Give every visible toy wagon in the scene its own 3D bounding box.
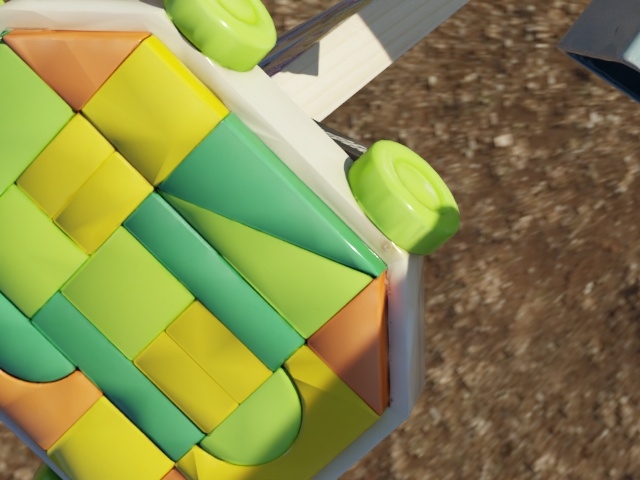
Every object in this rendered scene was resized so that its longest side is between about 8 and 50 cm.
[{"bbox_3d":[-0.113,-0.010,0.794,0.344,0.068,0.267,44,115,-4],"label":"toy wagon"}]

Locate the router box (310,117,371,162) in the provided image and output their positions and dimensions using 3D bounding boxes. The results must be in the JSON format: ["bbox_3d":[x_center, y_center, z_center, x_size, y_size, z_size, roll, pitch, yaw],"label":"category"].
[{"bbox_3d":[0.000,0.000,1.055,0.179,0.046,0.133,30,110,59],"label":"router box"}]

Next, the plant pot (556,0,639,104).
[{"bbox_3d":[0.447,-0.241,1.765,0.248,0.247,0.252,32,93,-12],"label":"plant pot"}]

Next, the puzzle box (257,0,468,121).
[{"bbox_3d":[-0.057,-0.127,1.450,0.409,0.272,0.052,-21,107,52],"label":"puzzle box"}]
